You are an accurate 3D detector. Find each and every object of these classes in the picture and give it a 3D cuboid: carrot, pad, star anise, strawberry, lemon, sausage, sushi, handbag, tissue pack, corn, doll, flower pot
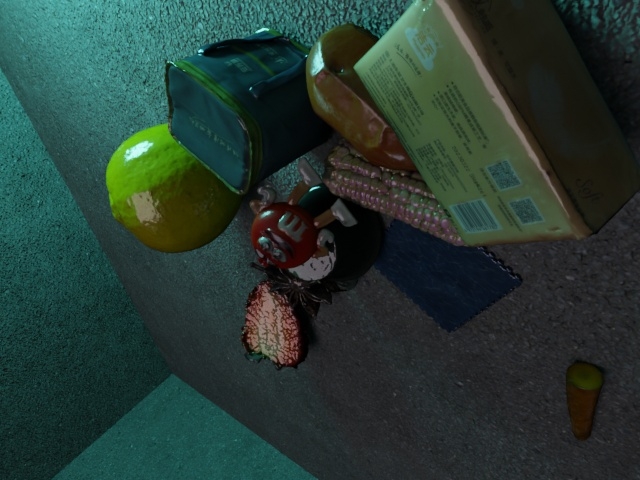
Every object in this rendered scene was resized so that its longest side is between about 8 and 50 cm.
[{"bbox_3d":[0.509,0.326,0.859,0.061,0.061,0.210,13,135,40],"label":"carrot"},{"bbox_3d":[0.241,0.059,0.936,0.269,0.012,0.269,41,144,11],"label":"pad"},{"bbox_3d":[-0.075,0.113,1.259,0.262,0.081,0.230,26,140,13],"label":"star anise"},{"bbox_3d":[-0.131,0.262,1.443,0.233,0.137,0.307,15,109,13],"label":"strawberry"},{"bbox_3d":[-0.365,-0.136,1.136,0.347,0.348,0.348,28,139,27],"label":"lemon"},{"bbox_3d":[0.090,-0.224,0.716,0.268,0.153,0.141,46,171,6],"label":"sausage"},{"bbox_3d":[0.028,0.061,1.099,0.078,0.090,0.150,-6,120,53],"label":"sushi"},{"bbox_3d":[-0.130,-0.257,0.844,0.263,0.241,0.222,39,144,15],"label":"handbag"},{"bbox_3d":[0.234,-0.174,0.555,0.306,0.238,0.238,55,144,-8],"label":"tissue pack"},{"bbox_3d":[0.156,-0.090,0.809,0.335,0.126,0.127,27,139,22],"label":"corn"},{"bbox_3d":[-0.059,-0.029,0.840,0.217,0.085,0.183,-40,96,20],"label":"doll"},{"bbox_3d":[0.000,0.000,0.952,0.235,0.148,0.236,8,109,25],"label":"flower pot"}]
